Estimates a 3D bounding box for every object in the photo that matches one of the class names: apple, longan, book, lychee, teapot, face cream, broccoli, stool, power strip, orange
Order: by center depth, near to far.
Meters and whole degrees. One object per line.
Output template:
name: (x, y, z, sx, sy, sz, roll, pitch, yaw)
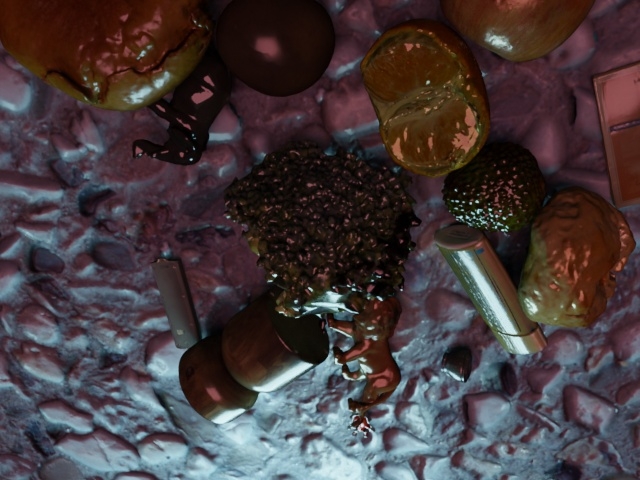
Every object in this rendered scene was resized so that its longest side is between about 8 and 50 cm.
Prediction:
apple: (0.276, -0.359, 0.852, 0.211, 0.211, 0.188, 28, 120, -6)
longan: (-0.067, -0.308, 0.947, 0.189, 0.189, 0.189, 4, 117, 7)
orange: (0.166, -0.229, 0.960, 0.179, 0.158, 0.237, -18, 113, 31)
book: (0.555, -0.181, 1.005, 0.170, 0.018, 0.241, -16, 113, 16)
lychee: (0.287, -0.085, 1.019, 0.171, 0.171, 0.171, 4, 117, 7)
broccoli: (-0.011, 0.003, 1.062, 0.348, 0.293, 0.281, 15, 157, 13)
face cream: (0.320, 0.100, 1.125, 0.067, 0.139, 0.285, -39, 109, -12)
stool: (-0.134, 0.230, 1.231, 0.264, 0.179, 0.179, -37, 106, 23)
teapot: (0.281, 0.261, 1.255, 0.057, 0.066, 0.088, 8, 143, 26)
power strip: (-0.301, 0.143, 1.296, 0.060, 0.027, 0.252, -4, 116, 10)

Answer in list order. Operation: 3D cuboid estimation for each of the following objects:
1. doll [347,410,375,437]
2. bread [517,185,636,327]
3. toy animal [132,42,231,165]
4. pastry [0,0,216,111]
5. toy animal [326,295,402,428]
doll: (0.092, 0.400, 1.362, 0.057, 0.039, 0.114, 22, 134, 30)
bread: (0.425, 0.035, 1.010, 0.134, 0.244, 0.244, 25, 124, 34)
toy animal: (-0.244, -0.228, 1.048, 0.146, 0.114, 0.245, 32, 120, -5)
pastry: (-0.325, -0.364, 0.922, 0.356, 0.164, 0.356, 1, 95, 15)
toy animal: (0.105, 0.231, 1.246, 0.157, 0.097, 0.312, -12, 116, 7)
